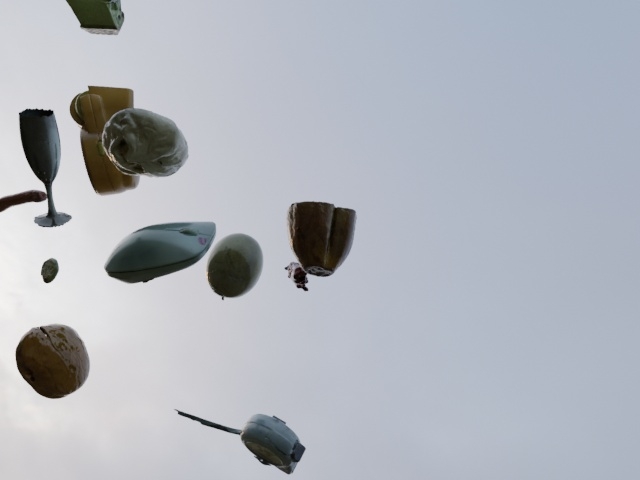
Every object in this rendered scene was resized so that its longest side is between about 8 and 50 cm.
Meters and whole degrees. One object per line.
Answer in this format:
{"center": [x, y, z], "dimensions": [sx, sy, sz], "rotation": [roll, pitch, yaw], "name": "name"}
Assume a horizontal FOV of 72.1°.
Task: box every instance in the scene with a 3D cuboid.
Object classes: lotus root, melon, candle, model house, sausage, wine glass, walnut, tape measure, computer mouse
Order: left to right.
{"center": [-0.867, -0.115, 1.262], "dimensions": [0.186, 0.043, 0.043], "rotation": [-10, -58, 15], "name": "sausage"}
{"center": [-0.477, -0.124, 0.761], "dimensions": [0.066, 0.066, 0.198], "rotation": [16, -61, 13], "name": "wine glass"}
{"center": [-0.672, 0.309, 1.144], "dimensions": [0.087, 0.167, 0.211], "rotation": [-13, -70, 30], "name": "walnut"}
{"center": [-0.735, -0.817, 1.496], "dimensions": [0.195, 0.214, 0.189], "rotation": [-2, -30, -6], "name": "model house"}
{"center": [-0.387, 0.012, 1.040], "dimensions": [0.288, 0.159, 0.097], "rotation": [-17, -59, 21], "name": "computer mouse"}
{"center": [-0.415, 0.129, 2.121], "dimensions": [0.268, 0.330, 0.268], "rotation": [14, -19, 5], "name": "melon"}
{"center": [-0.191, 0.444, 1.066], "dimensions": [0.330, 0.084, 0.164], "rotation": [28, -47, 7], "name": "tape measure"}
{"center": [-0.080, 0.104, 1.447], "dimensions": [0.059, 0.301, 0.084], "rotation": [-13, -81, -10], "name": "candle"}
{"center": [0.001, 0.000, 1.190], "dimensions": [0.188, 0.180, 0.199], "rotation": [1, -19, 8], "name": "lotus root"}

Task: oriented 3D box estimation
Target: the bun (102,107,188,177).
{"center": [-0.472, -0.244, 1.178], "dimensions": [0.231, 0.133, 0.231], "rotation": [1, -29, 1], "name": "bun"}

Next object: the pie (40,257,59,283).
{"center": [-0.829, 0.091, 1.346], "dimensions": [0.085, 0.085, 0.017], "rotation": [-7, -19, 30], "name": "pie"}

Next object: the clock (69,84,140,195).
{"center": [-0.675, -0.306, 1.420], "dimensions": [0.200, 0.317, 0.244], "rotation": [-8, -6, -13], "name": "clock"}
